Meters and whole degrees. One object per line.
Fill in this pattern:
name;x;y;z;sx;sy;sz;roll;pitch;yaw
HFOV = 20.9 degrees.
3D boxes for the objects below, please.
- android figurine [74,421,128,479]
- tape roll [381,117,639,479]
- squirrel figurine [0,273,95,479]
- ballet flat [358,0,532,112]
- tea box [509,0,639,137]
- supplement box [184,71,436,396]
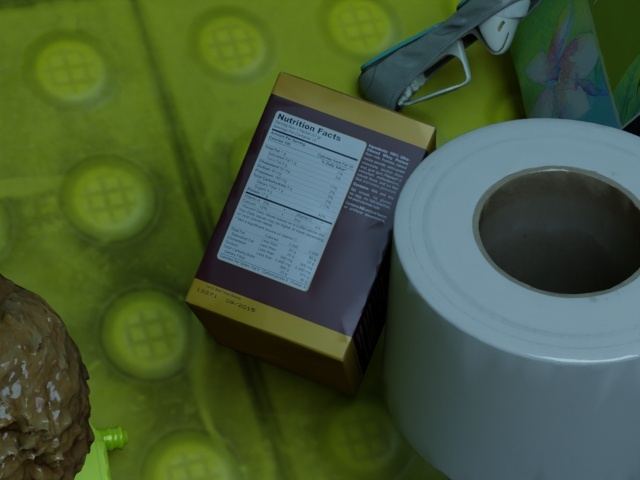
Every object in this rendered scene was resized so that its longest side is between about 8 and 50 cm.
android figurine;-0.275;0.194;1.323;0.272;0.056;0.248;-7;67;-16
tape roll;0.169;0.050;1.279;0.246;0.169;0.246;1;45;-1
squirrel figurine;-0.364;0.138;1.151;0.397;0.281;0.370;38;70;21
ballet flat;0.132;-0.181;1.564;0.213;0.072;0.068;-34;81;16
tea box;0.354;-0.143;1.488;0.220;0.329;0.324;3;62;-28
supplement box;0.000;0.000;1.379;0.129;0.191;0.194;21;79;9
